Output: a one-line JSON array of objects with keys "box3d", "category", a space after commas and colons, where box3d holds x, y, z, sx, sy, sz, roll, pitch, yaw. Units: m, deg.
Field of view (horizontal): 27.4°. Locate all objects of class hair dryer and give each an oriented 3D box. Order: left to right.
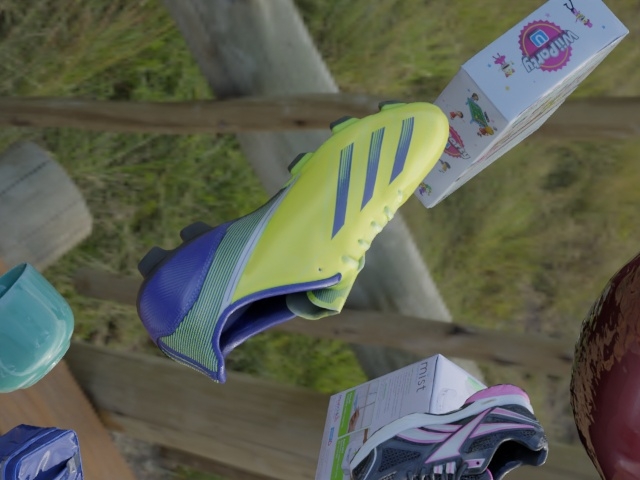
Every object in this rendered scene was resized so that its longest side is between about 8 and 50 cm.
[{"box3d": [0.113, 0.111, 0.412, 0.224, 0.080, 0.294, -68, 160, -56], "category": "hair dryer"}]

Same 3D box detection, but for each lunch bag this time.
[{"box3d": [-0.254, 0.204, 1.142, 0.098, 0.065, 0.067, -34, 119, -59], "category": "lunch bag"}]

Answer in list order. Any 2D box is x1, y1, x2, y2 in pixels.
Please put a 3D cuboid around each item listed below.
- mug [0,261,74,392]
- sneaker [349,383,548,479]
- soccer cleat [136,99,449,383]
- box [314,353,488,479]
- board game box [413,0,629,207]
[{"box3d": [-0.341, 0.111, 1.425, 0.157, 0.129, 0.097, -41, 107, 3], "category": "mug"}, {"box3d": [0.109, 0.183, 1.092, 0.178, 0.077, 0.072, -25, 130, -8], "category": "sneaker"}, {"box3d": [0.000, 0.001, 0.970, 0.289, 0.121, 0.093, -35, 150, -22], "category": "soccer cleat"}, {"box3d": [0.110, 0.325, 1.876, 0.126, 0.231, 0.262, 36, 46, -29], "category": "box"}, {"box3d": [0.237, -0.183, 1.713, 0.224, 0.303, 0.097, -37, 84, -23], "category": "board game box"}]
